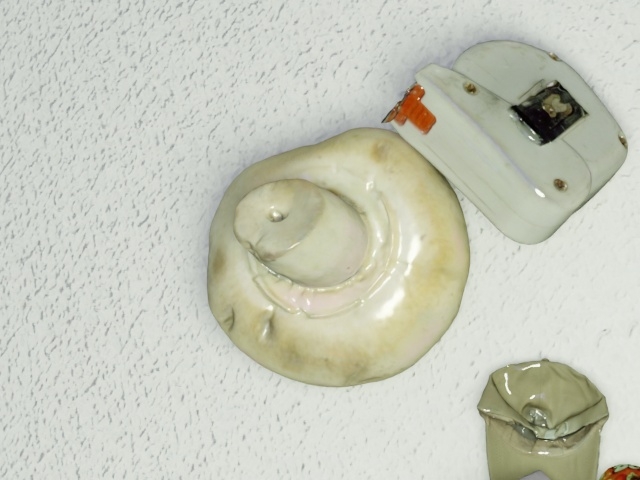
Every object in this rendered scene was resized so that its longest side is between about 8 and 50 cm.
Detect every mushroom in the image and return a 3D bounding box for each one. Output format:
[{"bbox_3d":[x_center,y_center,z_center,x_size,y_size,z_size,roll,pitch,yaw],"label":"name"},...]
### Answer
[{"bbox_3d":[0.015,-0.001,1.917,0.353,0.353,0.325,22,55,18],"label":"mushroom"}]

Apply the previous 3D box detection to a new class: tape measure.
[{"bbox_3d":[0.251,-0.141,1.887,0.258,0.130,0.265,45,50,10],"label":"tape measure"}]

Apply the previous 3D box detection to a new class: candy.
[{"bbox_3d":[0.355,0.419,1.857,0.078,0.084,0.288,19,95,-16],"label":"candy"}]

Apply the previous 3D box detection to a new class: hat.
[{"bbox_3d":[0.292,0.261,1.911,0.166,0.144,0.173,5,126,14],"label":"hat"}]

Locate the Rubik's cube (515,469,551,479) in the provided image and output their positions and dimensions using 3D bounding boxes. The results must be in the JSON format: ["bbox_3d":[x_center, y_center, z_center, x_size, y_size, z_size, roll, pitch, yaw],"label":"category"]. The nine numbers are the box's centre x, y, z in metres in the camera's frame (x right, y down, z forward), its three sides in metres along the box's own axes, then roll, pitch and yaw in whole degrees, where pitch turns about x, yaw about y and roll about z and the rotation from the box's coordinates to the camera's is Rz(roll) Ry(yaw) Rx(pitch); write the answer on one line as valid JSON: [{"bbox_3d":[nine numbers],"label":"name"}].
[{"bbox_3d":[0.236,0.442,1.771,0.224,0.221,0.231,46,114,20],"label":"Rubik's cube"}]
